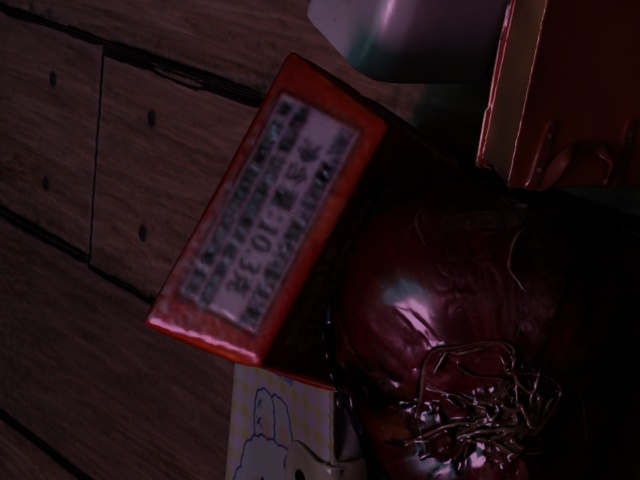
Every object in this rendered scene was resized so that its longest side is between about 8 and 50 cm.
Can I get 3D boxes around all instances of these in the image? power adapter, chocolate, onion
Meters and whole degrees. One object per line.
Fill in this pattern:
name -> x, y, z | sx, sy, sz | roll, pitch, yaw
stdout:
power adapter -> 0.089, -0.240, 1.504 | 0.125, 0.130, 0.205 | 52, 132, 43
chocolate -> 0.000, 0.000, 1.518 | 0.108, 0.235, 0.237 | 31, 92, 26
onion -> 0.119, 0.095, 1.413 | 0.281, 0.221, 0.281 | 168, 90, -85

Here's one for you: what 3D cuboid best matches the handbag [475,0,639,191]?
handbag -> 0.188, -0.129, 1.360 | 0.063, 0.127, 0.190 | 38, 123, 52

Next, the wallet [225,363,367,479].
wallet -> -0.025, 0.199, 1.763 | 0.223, 0.077, 0.309 | 28, 117, 56
